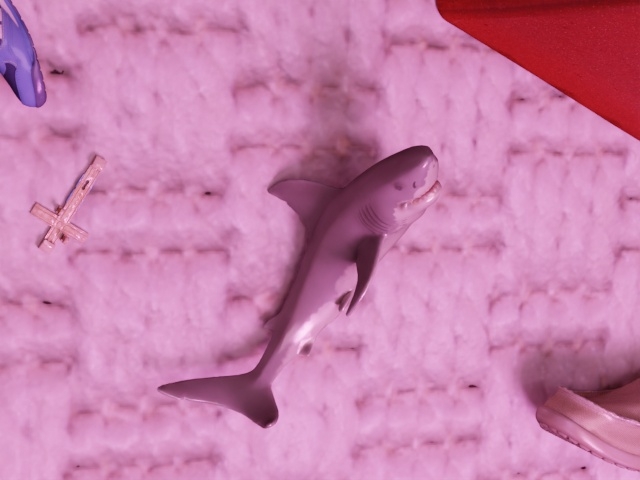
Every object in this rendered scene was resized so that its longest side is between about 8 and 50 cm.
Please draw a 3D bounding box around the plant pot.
[{"bbox_3d":[0.299,-0.231,0.999,0.267,0.236,0.267,26,91,-24],"label":"plant pot"}]

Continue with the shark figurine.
[{"bbox_3d":[-0.011,0.015,1.019,0.116,0.166,0.278,37,104,0],"label":"shark figurine"}]

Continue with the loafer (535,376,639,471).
[{"bbox_3d":[0.309,0.159,1.166,0.269,0.102,0.092,13,95,-33],"label":"loafer"}]

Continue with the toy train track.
[{"bbox_3d":[-0.187,-0.026,0.965,0.048,0.014,0.083,33,87,-25],"label":"toy train track"}]

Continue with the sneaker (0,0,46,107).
[{"bbox_3d":[-0.243,-0.152,0.896,0.059,0.053,0.144,-33,103,-14],"label":"sneaker"}]
